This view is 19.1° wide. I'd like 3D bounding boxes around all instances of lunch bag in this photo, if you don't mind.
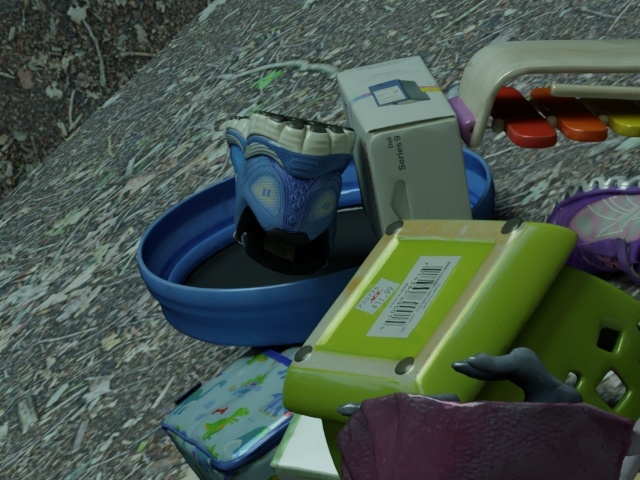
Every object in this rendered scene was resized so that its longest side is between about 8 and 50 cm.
[{"bbox_3d":[-0.047,0.175,1.861,0.176,0.090,0.219,-34,19,-13],"label":"lunch bag"}]

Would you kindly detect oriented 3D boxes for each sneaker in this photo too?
[{"bbox_3d":[0.287,-0.002,1.719,0.236,0.095,0.104,-20,41,45],"label":"sneaker"},{"bbox_3d":[-0.043,-0.044,1.883,0.330,0.130,0.147,-178,100,-87],"label":"sneaker"}]

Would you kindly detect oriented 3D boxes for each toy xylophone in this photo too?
[{"bbox_3d":[0.281,-0.133,1.793,0.323,0.081,0.236,1,17,1],"label":"toy xylophone"}]

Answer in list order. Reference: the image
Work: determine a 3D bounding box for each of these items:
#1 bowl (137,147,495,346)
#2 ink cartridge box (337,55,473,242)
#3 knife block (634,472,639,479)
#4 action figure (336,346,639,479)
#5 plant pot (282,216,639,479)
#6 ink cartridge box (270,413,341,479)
[{"bbox_3d":[0.000,0.000,2.041,0.391,0.077,0.391,-12,21,5],"label":"bowl"},{"bbox_3d":[0.083,-0.074,1.854,0.093,0.154,0.212,-11,21,-1],"label":"ink cartridge box"},{"bbox_3d":[0.159,0.275,1.261,0.242,0.088,0.275,-37,19,0],"label":"knife block"},{"bbox_3d":[0.099,0.268,1.157,0.276,0.370,0.248,-4,-17,1],"label":"action figure"},{"bbox_3d":[0.122,0.109,1.472,0.227,0.207,0.228,2,49,53],"label":"plant pot"},{"bbox_3d":[0.093,0.158,1.672,0.235,0.056,0.171,7,52,29],"label":"ink cartridge box"}]
